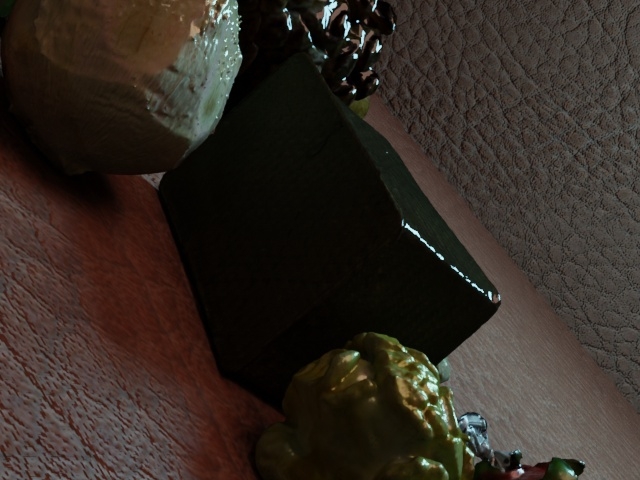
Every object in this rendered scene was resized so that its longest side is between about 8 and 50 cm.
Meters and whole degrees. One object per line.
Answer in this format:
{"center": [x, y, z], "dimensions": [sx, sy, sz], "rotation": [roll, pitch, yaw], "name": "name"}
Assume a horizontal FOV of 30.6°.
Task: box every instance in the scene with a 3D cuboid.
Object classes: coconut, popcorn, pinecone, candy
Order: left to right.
{"center": [-0.152, -0.135, 0.882], "dimensions": [0.194, 0.194, 0.194], "rotation": [46, 12, -13], "name": "coconut"}
{"center": [-0.069, -0.230, 1.257], "dimensions": [0.296, 0.298, 0.242], "rotation": [55, -20, -25], "name": "pinecone"}
{"center": [0.039, 0.131, 0.799], "dimensions": [0.162, 0.141, 0.135], "rotation": [13, 56, -16], "name": "popcorn"}
{"center": [0.216, 0.271, 1.228], "dimensions": [0.226, 0.051, 0.094], "rotation": [51, 1, 4], "name": "candy"}

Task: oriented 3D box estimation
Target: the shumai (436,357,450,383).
{"center": [0.084, 0.098, 1.174], "dimensions": [0.145, 0.146, 0.116], "rotation": [-2, 89, -75], "name": "shumai"}

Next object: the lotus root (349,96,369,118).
{"center": [-0.045, -0.220, 1.477], "dimensions": [0.188, 0.199, 0.180], "rotation": [46, 5, 23], "name": "lotus root"}

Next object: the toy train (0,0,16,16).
{"center": [-0.219, -0.284, 0.982], "dimensions": [0.188, 0.243, 0.132], "rotation": [28, 19, -19], "name": "toy train"}

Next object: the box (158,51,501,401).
{"center": [-0.002, -0.001, 0.963], "dimensions": [0.143, 0.184, 0.273], "rotation": [38, 15, -38], "name": "box"}

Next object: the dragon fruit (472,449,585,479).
{"center": [0.144, 0.261, 0.809], "dimensions": [0.137, 0.235, 0.135], "rotation": [13, -21, -7], "name": "dragon fruit"}
